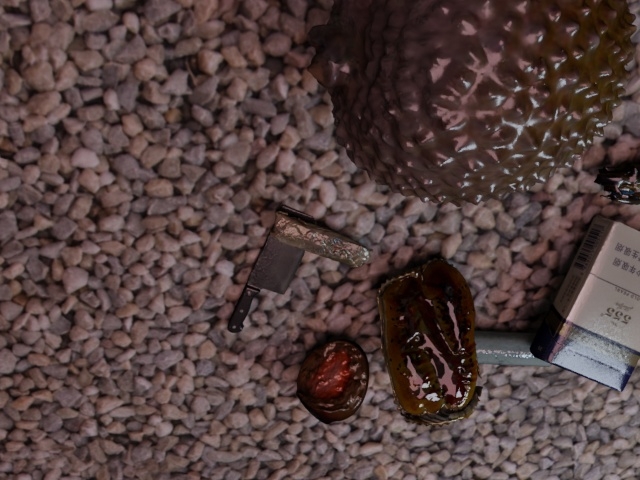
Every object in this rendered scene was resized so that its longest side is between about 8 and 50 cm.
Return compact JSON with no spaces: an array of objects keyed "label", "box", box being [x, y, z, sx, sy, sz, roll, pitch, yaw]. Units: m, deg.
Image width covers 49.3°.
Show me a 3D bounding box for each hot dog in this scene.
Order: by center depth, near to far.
[{"label":"hot dog","box":[0.180,0.166,1.141,0.162,0.082,0.271,-8,88,-4]}]

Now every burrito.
[{"label":"burrito","box":[0.000,0.001,1.122,0.171,0.042,0.051,20,118,-15]}]

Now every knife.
[{"label":"knife","box":[-0.082,0.059,1.161,0.072,0.019,0.245,22,110,-14]}]

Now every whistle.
[{"label":"whistle","box":[0.301,0.187,1.221,0.312,0.062,0.062,3,115,-5]}]

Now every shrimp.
[{"label":"shrimp","box":[0.567,-0.155,1.082,0.290,0.054,0.222,-9,116,-3]}]

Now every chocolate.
[{"label":"chocolate","box":[0.029,0.236,1.192,0.133,0.127,0.124,-42,94,4]}]

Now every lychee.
[{"label":"lychee","box":[0.188,-0.233,0.859,0.432,0.380,0.380,-7,116,-18]}]

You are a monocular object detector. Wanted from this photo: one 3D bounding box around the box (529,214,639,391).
[{"label":"box","box":[0.479,0.107,1.158,0.168,0.071,0.259,24,97,-14]}]
